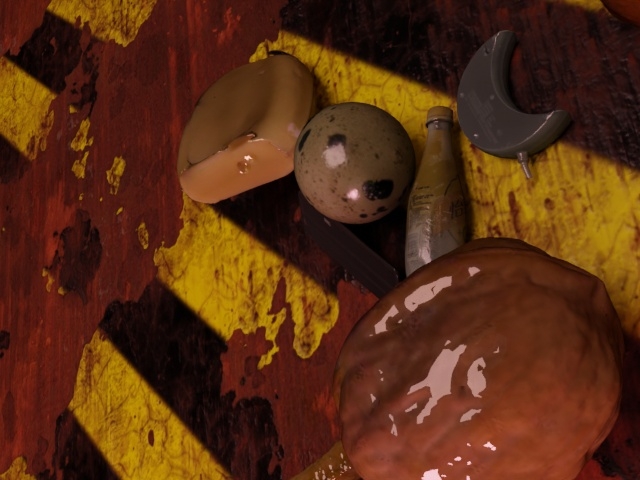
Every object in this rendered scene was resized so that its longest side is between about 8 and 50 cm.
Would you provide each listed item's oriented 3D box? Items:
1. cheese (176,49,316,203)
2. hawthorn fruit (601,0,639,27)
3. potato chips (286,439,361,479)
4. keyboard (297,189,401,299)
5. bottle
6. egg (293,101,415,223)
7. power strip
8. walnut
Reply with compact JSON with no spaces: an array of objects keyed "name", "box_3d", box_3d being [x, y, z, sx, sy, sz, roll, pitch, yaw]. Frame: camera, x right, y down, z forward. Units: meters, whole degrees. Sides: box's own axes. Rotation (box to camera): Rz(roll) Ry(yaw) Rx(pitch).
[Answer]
[{"name":"cheese","box_3d":[-0.116,-0.205,1.605,0.260,0.128,0.315,-17,41,23]},{"name":"hawthorn fruit","box_3d":[0.428,-0.337,1.066,0.248,0.208,0.208,11,85,36]},{"name":"potato chips","box_3d":[0.039,0.298,1.342,0.407,0.080,0.057,-45,36,20]},{"name":"keyboard","box_3d":[0.010,-0.006,1.475,0.381,0.041,0.103,34,145,42]},{"name":"bottle","box_3d":[0.164,-0.061,1.329,0.083,0.083,0.269,-13,64,44]},{"name":"egg","box_3d":[0.045,-0.121,1.407,0.177,0.177,0.228,-59,27,14]},{"name":"power strip","box_3d":[0.256,-0.177,1.296,0.137,0.044,0.216,-43,49,29]},{"name":"walnut","box_3d":[0.184,0.153,1.081,0.344,0.306,0.306,-44,49,23]}]
